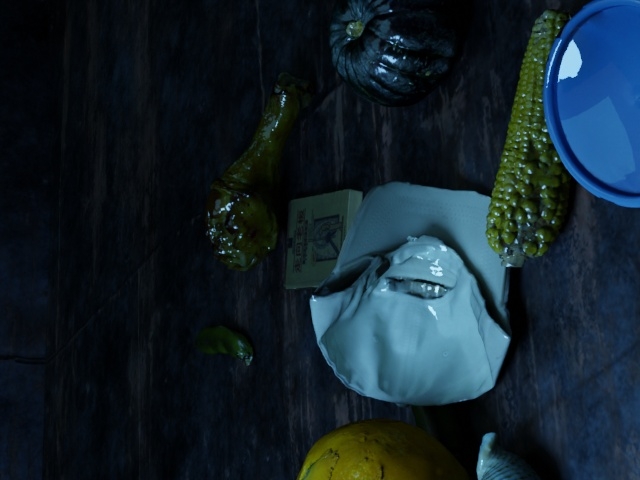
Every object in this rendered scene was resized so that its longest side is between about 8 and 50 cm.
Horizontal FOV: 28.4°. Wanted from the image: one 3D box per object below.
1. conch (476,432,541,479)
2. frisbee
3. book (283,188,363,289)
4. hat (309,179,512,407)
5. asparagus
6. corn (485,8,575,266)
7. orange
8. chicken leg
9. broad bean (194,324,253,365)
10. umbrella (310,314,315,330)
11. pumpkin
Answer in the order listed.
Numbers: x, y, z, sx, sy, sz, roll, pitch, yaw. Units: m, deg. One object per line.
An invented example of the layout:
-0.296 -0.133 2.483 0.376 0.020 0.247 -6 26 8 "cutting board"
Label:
0.224 0.320 1.519 0.135 0.102 0.153 86 -159 -65 "conch"
0.351 -0.158 1.424 0.242 0.045 0.242 24 121 48 "frisbee"
0.000 0.000 2.132 0.231 0.026 0.161 -9 75 63 "book"
0.132 0.060 1.697 0.168 0.257 0.301 91 -168 -59 "hat"
0.146 0.183 1.754 0.060 0.067 0.278 94 170 -52 "asparagus"
0.270 -0.122 1.560 0.097 0.097 0.320 15 94 63 "corn"
0.073 0.345 1.581 0.246 0.246 0.246 -27 59 58 "orange"
-0.119 -0.109 2.234 0.211 0.140 0.361 -82 7 -67 "chicken leg"
-0.188 0.194 2.427 0.254 0.046 0.065 4 99 62 "broad bean"
0.074 0.047 1.909 0.090 0.094 0.326 -45 -6 -44 "umbrella"
0.110 -0.305 1.852 0.220 0.161 0.221 7 99 57 "pumpkin"
